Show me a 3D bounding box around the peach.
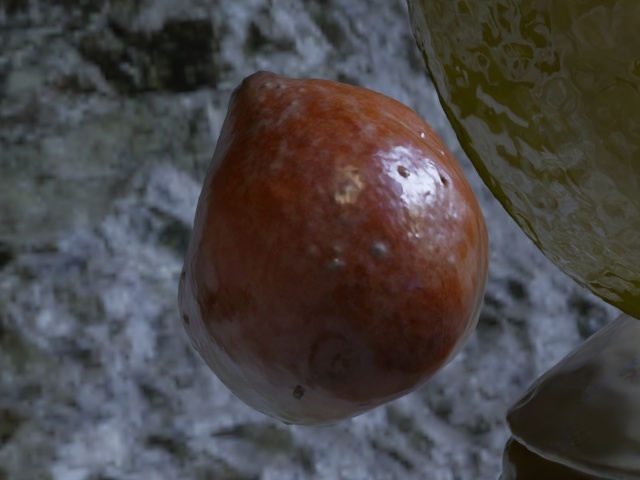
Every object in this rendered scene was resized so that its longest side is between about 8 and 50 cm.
[{"bbox_3d":[0.000,0.000,1.052,0.232,0.232,0.232,-8,-28,-4],"label":"peach"}]

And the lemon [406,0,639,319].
[{"bbox_3d":[0.196,-0.117,0.750,0.336,0.336,0.336,-8,-28,-4],"label":"lemon"}]

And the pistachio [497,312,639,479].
[{"bbox_3d":[0.227,0.135,0.968,0.238,0.229,0.321,7,11,26],"label":"pistachio"}]
